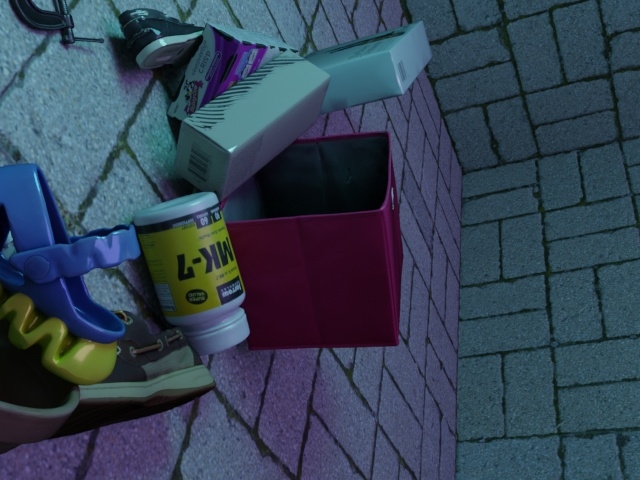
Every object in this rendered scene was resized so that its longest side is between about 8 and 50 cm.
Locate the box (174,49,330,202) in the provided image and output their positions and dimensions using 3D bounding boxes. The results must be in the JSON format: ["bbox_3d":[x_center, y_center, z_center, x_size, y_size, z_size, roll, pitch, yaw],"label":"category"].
[{"bbox_3d":[-0.102,-0.185,1.173,0.275,0.094,0.113,-46,165,-42],"label":"box"}]

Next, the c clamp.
[{"bbox_3d":[-0.344,-0.323,0.939,0.137,0.022,0.161,-34,113,-61],"label":"c clamp"}]

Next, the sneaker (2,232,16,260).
[{"bbox_3d":[-0.318,-0.002,0.750,0.087,0.092,0.229,-43,119,-63],"label":"sneaker"}]

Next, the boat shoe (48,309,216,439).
[{"bbox_3d":[-0.243,0.141,0.857,0.342,0.123,0.123,11,55,-66],"label":"boat shoe"}]

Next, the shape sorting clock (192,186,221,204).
[{"bbox_3d":[-0.157,-0.009,1.217,0.206,0.040,0.206,-11,90,-68],"label":"shape sorting clock"}]

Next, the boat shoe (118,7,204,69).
[{"bbox_3d":[-0.227,-0.313,1.139,0.079,0.084,0.233,51,19,-1],"label":"boat shoe"}]

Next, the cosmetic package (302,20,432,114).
[{"bbox_3d":[0.066,-0.362,1.601,0.377,0.284,0.097,-56,130,-61],"label":"cosmetic package"}]

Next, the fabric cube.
[{"bbox_3d":[0.000,0.000,1.226,0.254,0.259,0.258,-79,162,-55],"label":"fabric cube"}]

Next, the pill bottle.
[{"bbox_3d":[-0.174,0.046,1.044,0.119,0.119,0.208,-42,118,-65],"label":"pill bottle"}]

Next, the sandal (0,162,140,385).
[{"bbox_3d":[-0.285,-0.015,0.650,0.317,0.138,0.126,37,1,-17],"label":"sandal"}]

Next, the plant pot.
[{"bbox_3d":[-0.323,0.107,0.596,0.110,0.237,0.237,-54,147,-3],"label":"plant pot"}]

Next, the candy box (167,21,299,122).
[{"bbox_3d":[-0.138,-0.263,1.232,0.159,0.071,0.233,-61,167,18],"label":"candy box"}]
